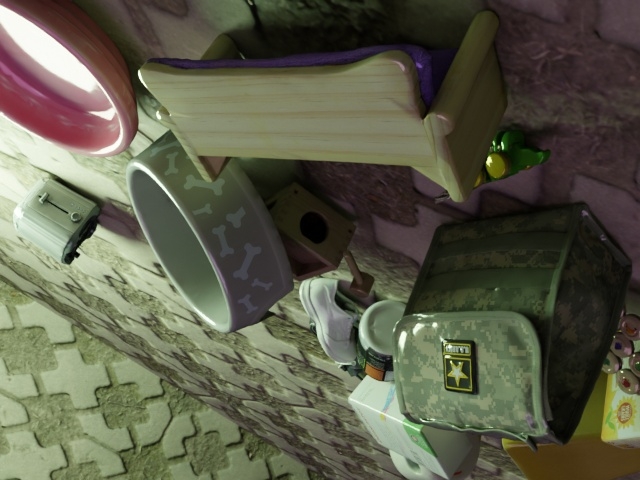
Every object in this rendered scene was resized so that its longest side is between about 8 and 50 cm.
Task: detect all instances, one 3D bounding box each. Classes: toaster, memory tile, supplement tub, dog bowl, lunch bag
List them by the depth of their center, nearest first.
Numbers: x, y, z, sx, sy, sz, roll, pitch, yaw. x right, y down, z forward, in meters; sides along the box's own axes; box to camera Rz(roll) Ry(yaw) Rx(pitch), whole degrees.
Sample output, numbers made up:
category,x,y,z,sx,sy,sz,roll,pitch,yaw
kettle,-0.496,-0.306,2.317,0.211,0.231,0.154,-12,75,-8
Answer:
category,x,y,z,sx,sy,sz,roll,pitch,yaw
lunch bag,0.230,0.115,0.877,0.169,0.287,0.235,41,151,-28
memory tile,0.400,0.131,0.939,0.148,0.012,0.113,53,145,35
dog bowl,-0.185,-0.008,1.070,0.349,0.102,0.349,43,152,30
supplement tub,0.129,0.202,1.320,0.117,0.117,0.190,20,154,11
toaster,-0.577,-0.041,1.493,0.146,0.129,0.227,35,155,-10

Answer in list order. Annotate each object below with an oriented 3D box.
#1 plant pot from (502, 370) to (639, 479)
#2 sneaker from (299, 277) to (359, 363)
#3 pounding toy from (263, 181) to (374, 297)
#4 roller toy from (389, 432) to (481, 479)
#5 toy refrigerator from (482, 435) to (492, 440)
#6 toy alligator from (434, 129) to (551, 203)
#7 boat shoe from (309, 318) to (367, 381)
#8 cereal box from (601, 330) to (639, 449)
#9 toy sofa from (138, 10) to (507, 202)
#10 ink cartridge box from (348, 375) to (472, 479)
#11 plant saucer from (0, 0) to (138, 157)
category,x,y,z,sx,sy,sz,roll,pitch,yaw
plant pot,0.425,0.277,1.117,0.187,0.212,0.212,-9,139,30
sneaker,0.041,0.161,1.347,0.094,0.080,0.212,-13,124,25
pounding toy,0.009,0.001,1.080,0.206,0.094,0.181,35,153,-19
roller toy,0.275,0.480,1.616,0.209,0.191,0.146,35,152,-18
toy refrigerator,0.274,0.231,1.190,0.102,0.094,0.269,-30,125,7
toy alligator,0.190,-0.091,0.807,0.190,0.056,0.051,-22,85,58
boat shoe,0.090,0.257,1.483,0.302,0.091,0.114,34,153,-17
cereal box,0.477,0.181,0.905,0.047,0.173,0.240,23,155,-9
toy sofa,-0.001,-0.163,0.725,0.362,0.150,0.177,7,143,34
ink cartridge box,0.178,0.368,1.381,0.212,0.093,0.154,8,137,51
plant saucer,-0.404,-0.257,0.986,0.332,0.084,0.332,21,153,11
